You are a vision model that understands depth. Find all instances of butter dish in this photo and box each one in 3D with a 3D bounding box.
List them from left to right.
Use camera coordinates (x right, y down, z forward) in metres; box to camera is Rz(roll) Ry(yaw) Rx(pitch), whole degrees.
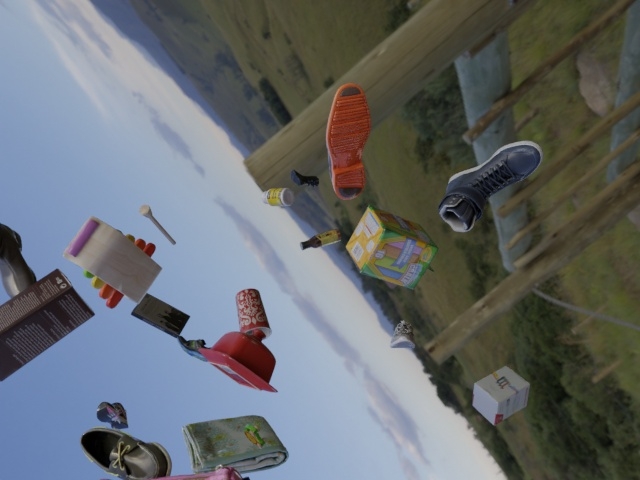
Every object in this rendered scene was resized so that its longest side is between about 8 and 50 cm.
[{"bbox_3d":[-0.163,0.251,1.190,0.160,0.118,0.160,42,154,-24],"label":"butter dish"}]

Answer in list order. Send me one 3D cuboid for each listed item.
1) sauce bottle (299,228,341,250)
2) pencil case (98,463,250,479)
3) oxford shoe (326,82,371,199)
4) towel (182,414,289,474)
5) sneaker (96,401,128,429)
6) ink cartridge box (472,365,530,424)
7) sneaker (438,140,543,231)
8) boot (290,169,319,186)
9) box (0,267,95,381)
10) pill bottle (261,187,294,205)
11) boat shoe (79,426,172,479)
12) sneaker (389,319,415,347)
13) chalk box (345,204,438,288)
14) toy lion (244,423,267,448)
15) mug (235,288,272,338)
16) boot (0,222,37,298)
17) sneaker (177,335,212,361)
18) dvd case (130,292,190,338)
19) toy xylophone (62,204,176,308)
[{"bbox_3d":[0.000,0.000,1.626,0.042,0.128,0.042,162,90,-71],"label":"sauce bottle"},{"bbox_3d":[-0.348,0.607,1.189,0.167,0.385,0.160,-90,-12,-50],"label":"pencil case"},{"bbox_3d":[0.064,-0.299,1.562,0.133,0.129,0.364,-112,18,-47],"label":"oxford shoe"},{"bbox_3d":[-0.351,0.814,2.146,0.374,0.090,0.320,1,-169,-24],"label":"towel"},{"bbox_3d":[-0.746,0.613,1.915,0.178,0.071,0.077,84,174,-50],"label":"sneaker"},{"bbox_3d":[0.706,0.603,2.087,0.127,0.176,0.128,40,142,51],"label":"ink cartridge box"},{"bbox_3d":[0.339,-0.103,1.086,0.086,0.226,0.163,47,-133,-12],"label":"sneaker"},{"bbox_3d":[-0.068,-0.278,2.378,0.121,0.099,0.045,52,138,45],"label":"boot"},{"bbox_3d":[-1.035,0.298,1.903,0.143,0.381,0.191,34,152,34],"label":"box"},{"bbox_3d":[-0.153,-0.153,1.892,0.116,0.065,0.065,1,143,42],"label":"pill bottle"},{"bbox_3d":[-0.493,0.541,1.339,0.304,0.109,0.091,3,158,38],"label":"boat shoe"},{"bbox_3d":[0.347,0.399,2.282,0.281,0.105,0.115,48,-139,-80],"label":"sneaker"},{"bbox_3d":[0.197,0.024,1.337,0.212,0.132,0.132,17,-157,-24],"label":"chalk box"},{"bbox_3d":[-0.238,0.684,1.878,0.096,0.034,0.100,6,127,46],"label":"toy lion"},{"bbox_3d":[-0.255,0.277,1.927,0.113,0.150,0.169,3,-129,-30],"label":"mug"},{"bbox_3d":[-1.167,0.054,1.949,0.338,0.118,0.223,56,164,21],"label":"boot"},{"bbox_3d":[-0.529,0.451,2.267,0.188,0.078,0.067,19,148,24],"label":"sneaker"},{"bbox_3d":[-0.741,0.349,2.490,0.238,0.030,0.179,29,-159,-7],"label":"dvd case"},{"bbox_3d":[-0.492,0.041,1.363,0.081,0.236,0.323,24,154,18],"label":"toy xylophone"}]
